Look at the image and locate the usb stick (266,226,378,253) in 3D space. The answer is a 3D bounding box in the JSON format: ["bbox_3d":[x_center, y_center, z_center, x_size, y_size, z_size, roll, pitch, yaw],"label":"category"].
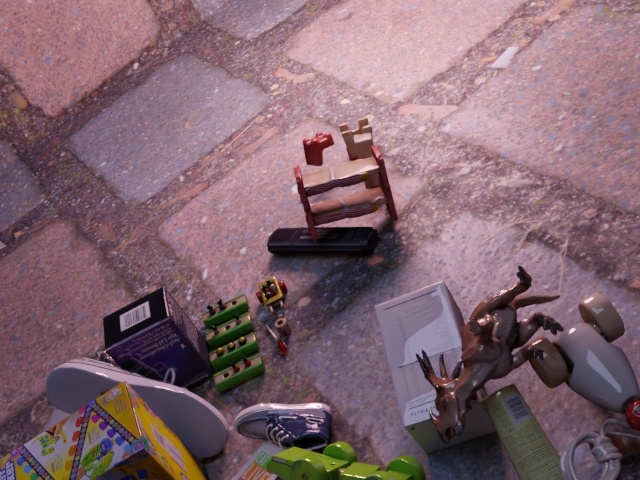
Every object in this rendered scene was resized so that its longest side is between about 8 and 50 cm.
[{"bbox_3d":[0.000,0.000,2.050,0.278,0.045,0.077,-1,38,33],"label":"usb stick"}]

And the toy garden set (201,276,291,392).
[{"bbox_3d":[-0.155,0.186,1.934,0.203,0.049,0.244,-26,38,3],"label":"toy garden set"}]

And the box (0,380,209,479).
[{"bbox_3d":[-0.371,0.456,1.586,0.279,0.290,0.177,-32,38,-1],"label":"box"}]

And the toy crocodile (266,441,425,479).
[{"bbox_3d":[0.059,0.412,1.501,0.340,0.105,0.115,5,8,32],"label":"toy crocodile"}]

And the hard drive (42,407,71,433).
[{"bbox_3d":[-0.550,0.453,1.834,0.233,0.047,0.353,-36,27,43],"label":"hard drive"}]

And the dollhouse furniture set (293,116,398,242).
[{"bbox_3d":[0.049,-0.152,2.110,0.201,0.152,0.374,-14,21,2],"label":"dollhouse furniture set"}]

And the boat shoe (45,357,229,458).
[{"bbox_3d":[-0.351,0.320,1.791,0.367,0.136,0.156,16,10,0],"label":"boat shoe"}]

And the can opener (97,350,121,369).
[{"bbox_3d":[-0.434,0.337,1.961,0.095,0.076,0.283,-60,36,15],"label":"can opener"}]

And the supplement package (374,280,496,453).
[{"bbox_3d":[0.198,0.220,1.559,0.139,0.134,0.244,-21,52,13],"label":"supplement package"}]

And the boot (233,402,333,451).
[{"bbox_3d":[-0.072,0.350,1.659,0.190,0.069,0.086,-10,29,9],"label":"boot"}]

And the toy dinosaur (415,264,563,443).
[{"bbox_3d":[0.259,0.160,1.421,0.295,0.127,0.200,-45,0,-39],"label":"toy dinosaur"}]

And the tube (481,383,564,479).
[{"bbox_3d":[0.331,0.341,1.382,0.070,0.062,0.240,-48,60,41],"label":"tube"}]

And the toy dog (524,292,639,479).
[{"bbox_3d":[0.462,0.252,1.411,0.220,0.161,0.334,-18,54,12],"label":"toy dog"}]

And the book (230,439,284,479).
[{"bbox_3d":[-0.115,0.443,1.646,0.144,0.035,0.096,-48,37,-19],"label":"book"}]

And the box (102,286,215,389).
[{"bbox_3d":[-0.338,0.225,1.891,0.153,0.207,0.108,-28,38,4],"label":"box"}]
